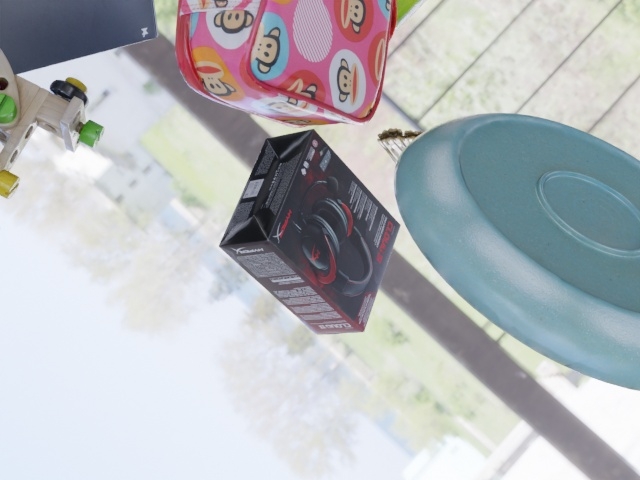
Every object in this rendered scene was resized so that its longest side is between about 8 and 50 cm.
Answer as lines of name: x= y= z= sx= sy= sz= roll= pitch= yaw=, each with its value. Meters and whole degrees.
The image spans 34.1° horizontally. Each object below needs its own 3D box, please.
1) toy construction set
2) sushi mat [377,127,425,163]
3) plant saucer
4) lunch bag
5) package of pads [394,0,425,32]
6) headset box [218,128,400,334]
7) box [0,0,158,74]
toy construction set: x=-0.442 y=-0.122 z=1.447 sx=0.237 sy=0.257 sz=0.309 roll=22 pitch=137 yaw=-8
sushi mat: x=0.175 y=-0.091 z=1.291 sx=0.151 sy=0.019 sz=0.316 roll=0 pitch=169 yaw=15
plant saucer: x=0.212 y=-0.011 z=0.838 sx=0.318 sy=0.043 sz=0.317 roll=16 pitch=-143 yaw=-13
lunch bag: x=-0.009 y=-0.259 z=1.004 sx=0.120 sy=0.293 sz=0.258 roll=3 pitch=175 yaw=37
package of pads: x=0.052 y=-0.412 z=1.199 sx=0.296 sy=0.229 sz=0.101 roll=45 pitch=-145 yaw=-7
headset box: x=0.000 y=0.000 z=1.671 sx=0.110 sy=0.218 sz=0.293 roll=-6 pitch=140 yaw=40
box: x=-0.515 y=-0.450 z=1.861 sx=0.312 sy=0.343 sz=0.179 roll=39 pitch=142 yaw=45
